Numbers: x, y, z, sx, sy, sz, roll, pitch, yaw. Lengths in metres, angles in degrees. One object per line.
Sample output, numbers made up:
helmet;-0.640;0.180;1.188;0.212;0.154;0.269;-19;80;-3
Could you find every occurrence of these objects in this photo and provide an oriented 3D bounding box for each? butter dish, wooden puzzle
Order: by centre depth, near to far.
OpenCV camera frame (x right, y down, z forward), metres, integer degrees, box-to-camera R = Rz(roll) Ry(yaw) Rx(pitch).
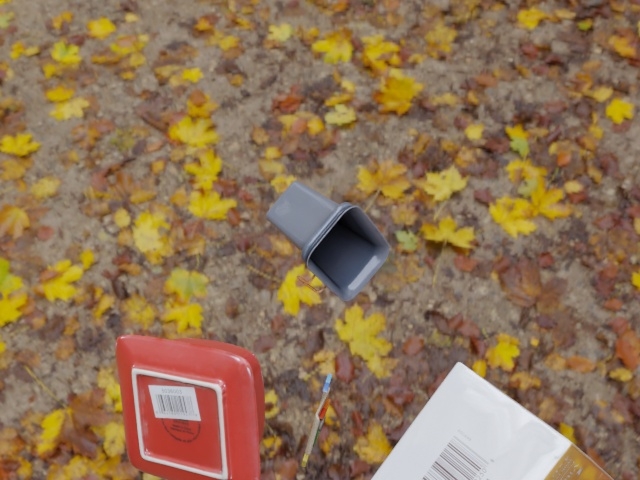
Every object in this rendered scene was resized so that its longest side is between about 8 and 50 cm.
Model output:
butter dish;-0.114;0.161;0.830;0.160;0.159;0.118;6;19;24
wooden puzzle;-0.002;0.241;1.075;0.014;0.116;0.078;16;34;5

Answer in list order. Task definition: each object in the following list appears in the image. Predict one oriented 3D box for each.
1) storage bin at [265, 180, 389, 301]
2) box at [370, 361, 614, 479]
storage bin;0.000;0.000;0.900;0.091;0.135;0.098;37;85;34
box;0.235;0.330;1.061;0.168;0.345;0.215;35;88;36
